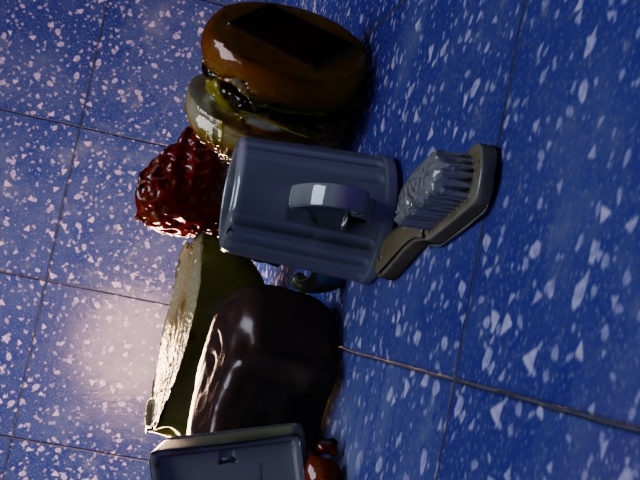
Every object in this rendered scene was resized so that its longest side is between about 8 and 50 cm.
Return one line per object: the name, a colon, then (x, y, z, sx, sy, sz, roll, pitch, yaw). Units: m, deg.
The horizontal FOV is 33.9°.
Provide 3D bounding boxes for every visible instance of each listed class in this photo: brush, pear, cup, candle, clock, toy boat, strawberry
brush: (0.097, -0.022, 1.101, 0.327, 0.065, 0.070, 128, 152, -69)
pear: (-0.193, 0.191, 1.977, 0.340, 0.191, 0.387, 147, 135, -69)
cup: (-0.012, -0.056, 1.309, 0.221, 0.202, 0.167, 114, 162, -54)
candle: (0.012, 0.347, 1.162, 0.329, 0.048, 0.051, -97, -5, -59)
clock: (-0.108, 0.317, 1.324, 0.071, 0.192, 0.147, -49, -49, -85)
toy boat: (0.000, 0.000, 1.511, 0.075, 0.077, 0.186, 119, 160, -54)
strawberry: (-0.191, -0.101, 2.024, 0.149, 0.336, 0.265, 30, 131, 39)

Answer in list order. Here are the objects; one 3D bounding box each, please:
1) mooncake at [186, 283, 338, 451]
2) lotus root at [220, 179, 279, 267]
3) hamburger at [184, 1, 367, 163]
mooncake: (-0.091, 0.242, 1.478, 0.334, 0.174, 0.326, -89, 18, -49)
lotus root: (-0.088, -0.111, 1.908, 0.173, 0.173, 0.309, -153, 78, -79)
hamburger: (-0.070, -0.230, 1.646, 0.291, 0.291, 0.225, -95, 20, -57)
